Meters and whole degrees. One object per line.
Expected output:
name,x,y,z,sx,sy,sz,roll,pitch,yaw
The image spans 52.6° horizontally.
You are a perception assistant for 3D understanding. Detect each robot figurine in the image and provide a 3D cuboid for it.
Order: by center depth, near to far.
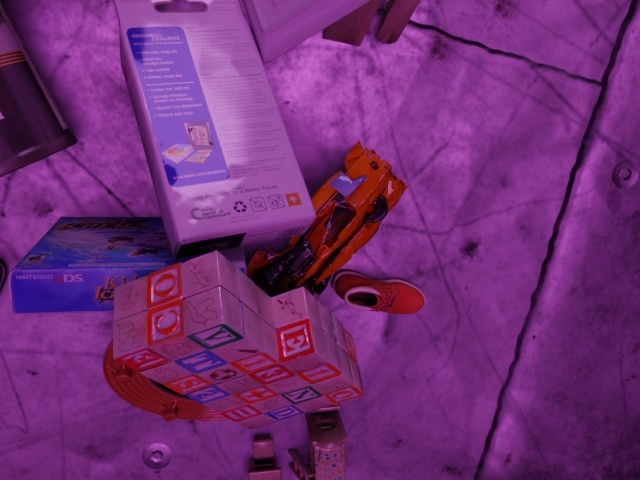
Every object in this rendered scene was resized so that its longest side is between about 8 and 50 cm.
robot figurine,0.000,0.000,0.939,0.291,0.211,0.085,-47,72,6

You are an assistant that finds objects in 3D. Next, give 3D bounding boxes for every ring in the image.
ring,-0.142,0.190,0.944,0.337,0.032,0.336,-6,138,-5

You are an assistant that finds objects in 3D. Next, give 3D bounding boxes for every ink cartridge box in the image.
ink cartridge box,-0.147,-0.167,0.837,0.176,0.069,0.370,-11,72,-25

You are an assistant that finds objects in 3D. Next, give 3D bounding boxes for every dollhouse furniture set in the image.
dollhouse furniture set,0.091,-0.372,0.924,0.144,0.123,0.151,8,68,-11
dollhouse furniture set,-0.041,0.325,1.050,0.161,0.101,0.181,-4,105,-8

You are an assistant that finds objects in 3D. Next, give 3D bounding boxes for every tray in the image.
tray,0.005,-0.354,0.823,0.270,0.030,0.145,-23,79,27

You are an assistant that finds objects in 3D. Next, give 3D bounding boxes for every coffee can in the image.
coffee can,-0.460,-0.204,0.794,0.202,0.201,0.275,-24,106,-2

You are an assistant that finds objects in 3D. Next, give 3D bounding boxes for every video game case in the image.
video game case,-0.237,0.023,0.866,0.270,0.244,0.061,0,105,-9

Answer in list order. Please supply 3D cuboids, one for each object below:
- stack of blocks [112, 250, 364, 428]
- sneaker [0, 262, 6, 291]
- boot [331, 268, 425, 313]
stack of blocks,-0.081,0.125,0.764,0.171,0.087,0.297,-21,145,14
sneaker,-0.585,0.127,0.926,0.163,0.106,0.281,26,89,-9
boot,0.099,0.093,1.020,0.158,0.084,0.059,12,101,-13
